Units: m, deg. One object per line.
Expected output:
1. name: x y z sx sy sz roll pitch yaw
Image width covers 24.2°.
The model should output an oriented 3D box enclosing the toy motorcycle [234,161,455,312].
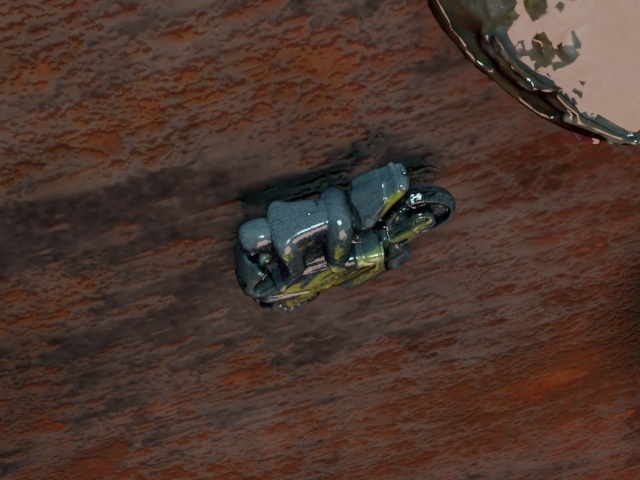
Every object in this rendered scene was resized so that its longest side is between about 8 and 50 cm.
1. toy motorcycle: 0.000 0.000 1.081 0.193 0.061 0.124 -31 148 35

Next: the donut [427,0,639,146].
1. donut: 0.223 -0.182 0.789 0.345 0.136 0.259 -23 115 14
